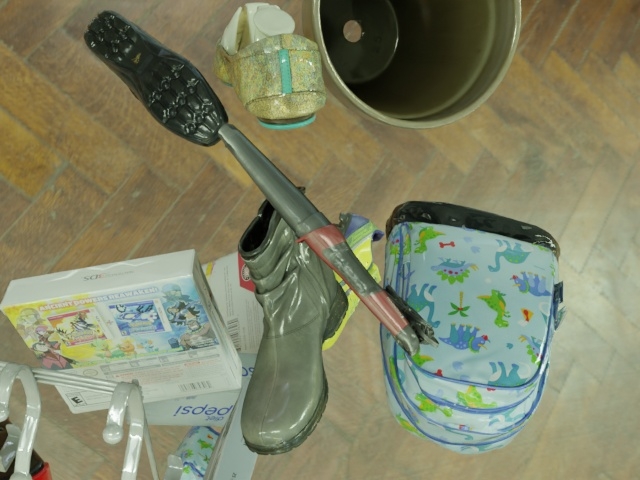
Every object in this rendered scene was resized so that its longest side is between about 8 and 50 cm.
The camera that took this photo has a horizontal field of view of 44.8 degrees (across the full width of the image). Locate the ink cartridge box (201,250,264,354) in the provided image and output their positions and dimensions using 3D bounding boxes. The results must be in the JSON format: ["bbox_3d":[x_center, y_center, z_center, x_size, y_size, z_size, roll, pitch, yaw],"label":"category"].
[{"bbox_3d":[-0.174,0.155,1.590,0.131,0.306,0.226,13,64,-46],"label":"ink cartridge box"}]

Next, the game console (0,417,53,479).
[{"bbox_3d":[-0.644,0.381,1.254,0.341,0.386,0.060,-9,100,-34],"label":"game console"}]

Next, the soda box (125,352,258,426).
[{"bbox_3d":[-0.183,0.246,1.292,0.286,0.098,0.091,11,37,-36],"label":"soda box"}]

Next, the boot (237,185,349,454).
[{"bbox_3d":[-0.046,0.067,0.749,0.247,0.083,0.161,-71,146,-50],"label":"boot"}]

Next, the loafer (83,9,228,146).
[{"bbox_3d":[-0.182,-0.186,0.900,0.223,0.078,0.076,42,96,19],"label":"loafer"}]

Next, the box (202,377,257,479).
[{"bbox_3d":[-0.103,0.254,0.836,0.038,0.186,0.145,21,50,-6],"label":"box"}]

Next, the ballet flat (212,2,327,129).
[{"bbox_3d":[-0.068,-0.231,0.946,0.123,0.348,0.123,-5,113,-12],"label":"ballet flat"}]

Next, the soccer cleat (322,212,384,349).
[{"bbox_3d":[0.056,0.076,1.437,0.121,0.093,0.289,22,56,-11],"label":"soccer cleat"}]

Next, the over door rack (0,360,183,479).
[{"bbox_3d":[-0.288,0.224,0.826,0.239,0.324,0.108,10,60,5],"label":"over door rack"}]

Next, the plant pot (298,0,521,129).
[{"bbox_3d":[0.094,-0.335,1.202,0.323,0.280,0.324,-3,100,-20],"label":"plant pot"}]

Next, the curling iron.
[{"bbox_3d":[0.000,0.000,0.686,0.035,0.068,0.274,-44,82,-4],"label":"curling iron"}]

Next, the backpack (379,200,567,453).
[{"bbox_3d":[0.213,0.126,1.133,0.290,0.273,0.356,15,72,1],"label":"backpack"}]

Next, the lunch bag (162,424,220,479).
[{"bbox_3d":[-0.217,0.398,1.273,0.096,0.129,0.151,38,106,-9],"label":"lunch bag"}]

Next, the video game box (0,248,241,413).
[{"bbox_3d":[-0.207,0.104,0.842,0.205,0.187,0.048,-9,43,6],"label":"video game box"}]
